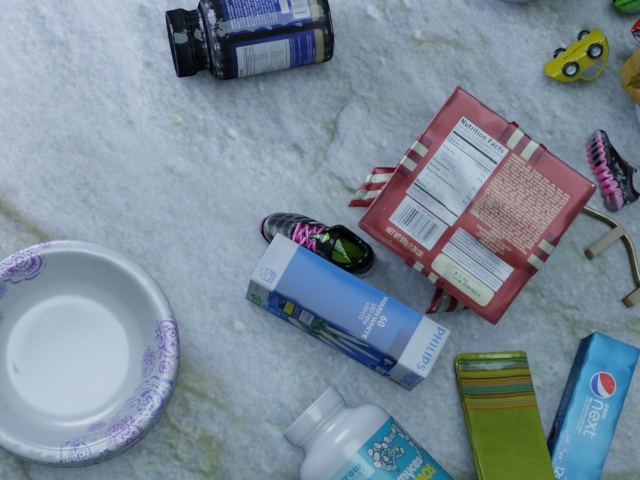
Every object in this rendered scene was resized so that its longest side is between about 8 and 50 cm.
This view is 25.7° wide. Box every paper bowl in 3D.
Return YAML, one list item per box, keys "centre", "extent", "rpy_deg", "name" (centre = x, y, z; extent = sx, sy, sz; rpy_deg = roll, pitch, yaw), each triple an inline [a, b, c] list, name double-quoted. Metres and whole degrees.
- centre: [-0.323, 0.150, 1.799]
  extent: [0.284, 0.148, 0.284]
  rpy_deg: [1, 77, -5]
  name: "paper bowl"

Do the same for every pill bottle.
- centre: [0.075, 0.312, 1.800]
  extent: [0.264, 0.146, 0.146]
  rpy_deg: [44, 77, 6]
  name: "pill bottle"
- centre: [-0.099, -0.290, 1.937]
  extent: [0.219, 0.123, 0.123]
  rpy_deg: [-11, 78, -8]
  name: "pill bottle"

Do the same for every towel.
- centre: [0.246, 0.250, 1.850]
  extent: [0.102, 0.021, 0.237]
  rpy_deg: [-5, 55, -6]
  name: "towel"

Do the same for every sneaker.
- centre: [0.419, -0.103, 1.987]
  extent: [0.057, 0.047, 0.119]
  rpy_deg: [-16, 86, -16]
  name: "sneaker"
- centre: [0.000, 0.000, 1.903]
  extent: [0.170, 0.075, 0.063]
  rpy_deg: [22, 76, 0]
  name: "sneaker"

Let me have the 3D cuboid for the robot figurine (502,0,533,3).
- centre: [0.320, -0.462, 1.997]
  extent: [0.278, 0.209, 0.173]
  rpy_deg: [-47, 107, -14]
  name: "robot figurine"

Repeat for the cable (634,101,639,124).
- centre: [0.572, -0.214, 2.003]
  extent: [0.257, 0.089, 0.257]
  rpy_deg: [-14, 79, -8]
  name: "cable"

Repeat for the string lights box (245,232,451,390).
- centre: [0.033, 0.096, 1.853]
  extent: [0.259, 0.133, 0.077]
  rpy_deg: [30, 75, 2]
  name: "string lights box"

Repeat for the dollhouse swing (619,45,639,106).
- centre: [0.600, -0.152, 1.768]
  extent: [0.315, 0.347, 0.305]
  rpy_deg: [-16, 80, -8]
  name: "dollhouse swing"

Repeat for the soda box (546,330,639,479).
- centre: [0.360, 0.235, 1.886]
  extent: [0.071, 0.067, 0.210]
  rpy_deg: [21, 76, 0]
  name: "soda box"

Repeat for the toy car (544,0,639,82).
- centre: [0.448, -0.318, 2.001]
  extent: [0.053, 0.239, 0.225]
  rpy_deg: [48, 47, -26]
  name: "toy car"

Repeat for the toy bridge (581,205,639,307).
- centre: [0.399, 0.002, 1.966]
  extent: [0.063, 0.026, 0.188]
  rpy_deg: [-35, 82, -15]
  name: "toy bridge"

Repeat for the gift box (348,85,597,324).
- centre: [0.183, -0.038, 1.844]
  extent: [0.255, 0.258, 0.276]
  rpy_deg: [41, 96, 3]
  name: "gift box"
